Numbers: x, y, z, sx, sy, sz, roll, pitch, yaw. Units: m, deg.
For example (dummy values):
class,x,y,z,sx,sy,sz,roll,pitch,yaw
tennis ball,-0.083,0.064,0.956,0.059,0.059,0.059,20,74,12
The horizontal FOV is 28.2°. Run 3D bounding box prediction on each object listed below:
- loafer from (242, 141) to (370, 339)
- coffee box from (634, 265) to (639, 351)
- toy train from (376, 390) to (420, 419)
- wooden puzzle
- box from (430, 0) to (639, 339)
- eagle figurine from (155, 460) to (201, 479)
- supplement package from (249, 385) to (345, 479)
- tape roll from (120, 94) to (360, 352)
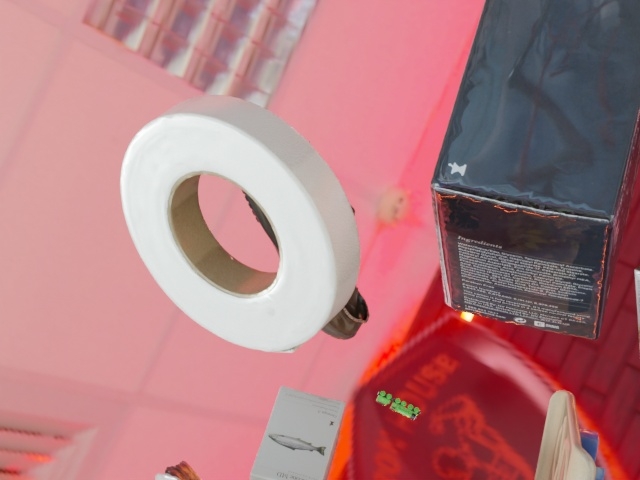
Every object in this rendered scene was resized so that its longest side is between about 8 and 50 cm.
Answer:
class,x,y,z,sx,sy,sz,roll,pitch,yaw
loafer,0.000,0.000,1.946,0.130,0.134,0.366,-22,-59,12
coffee box,0.505,0.144,1.681,0.098,0.141,0.247,-26,-62,-35
toy train,0.137,0.293,2.257,0.024,0.083,0.017,-63,-5,-14
wooden puzzle,0.422,0.456,2.162,0.348,0.080,0.322,-70,-11,-78
box,0.392,-0.156,2.162,0.472,0.297,0.480,69,-144,-62
eagle figurine,-0.161,0.418,1.770,0.298,0.225,0.226,-12,-99,-56
supplement package,-0.036,0.321,1.873,0.179,0.105,0.105,-71,-7,-48
tape roll,-0.120,-0.019,1.830,0.072,0.392,0.392,-42,-39,-43
